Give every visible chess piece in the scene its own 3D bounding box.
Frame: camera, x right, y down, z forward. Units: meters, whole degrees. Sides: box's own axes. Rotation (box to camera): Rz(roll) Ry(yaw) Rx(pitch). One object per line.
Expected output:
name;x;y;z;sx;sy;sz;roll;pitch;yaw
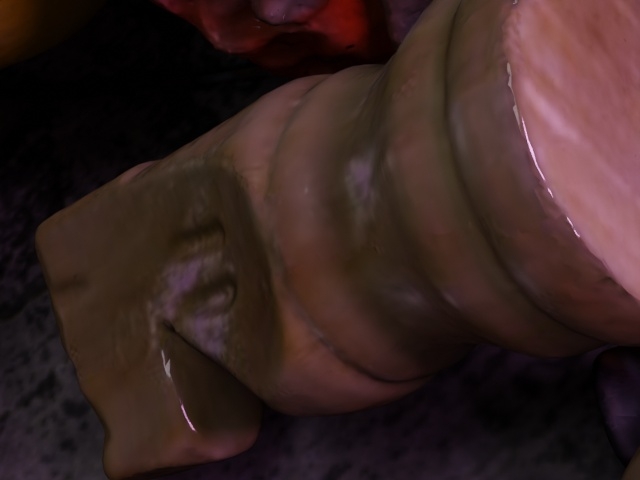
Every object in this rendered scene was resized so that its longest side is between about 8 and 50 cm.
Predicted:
chess piece;0.000;0.000;0.525;0.301;0.137;0.137;-21;48;43

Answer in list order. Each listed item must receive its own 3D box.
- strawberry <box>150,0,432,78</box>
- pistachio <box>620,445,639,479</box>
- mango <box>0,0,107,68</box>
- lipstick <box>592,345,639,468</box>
strawberry;-0.007;-0.206;0.618;0.149;0.265;0.336;-15;31;21
pistachio;0.188;0.085;0.376;0.226;0.136;0.135;-5;57;24
mango;-0.211;-0.218;0.703;0.220;0.301;0.445;-47;8;12
lipstick;0.281;-0.008;0.421;0.418;0.077;0.077;-20;51;21
